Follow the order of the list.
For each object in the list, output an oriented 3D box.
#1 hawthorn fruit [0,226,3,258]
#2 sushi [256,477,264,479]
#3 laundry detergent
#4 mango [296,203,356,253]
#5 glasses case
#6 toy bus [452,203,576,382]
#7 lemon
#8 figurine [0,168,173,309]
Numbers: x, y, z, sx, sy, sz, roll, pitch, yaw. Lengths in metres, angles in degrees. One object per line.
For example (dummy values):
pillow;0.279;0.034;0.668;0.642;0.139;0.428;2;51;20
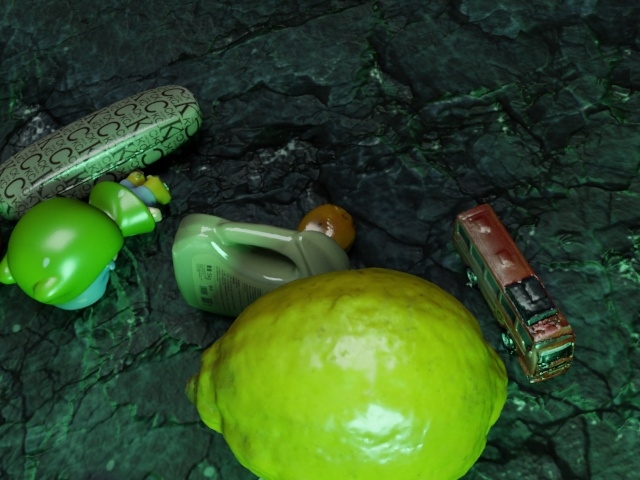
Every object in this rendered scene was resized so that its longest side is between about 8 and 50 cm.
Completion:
hawthorn fruit;-0.543;0.006;1.054;0.210;0.230;0.266;-21;67;-39
sushi;-0.056;0.372;0.846;0.139;0.031;0.201;-35;59;-16
laundry detergent;-0.057;0.042;0.987;0.253;0.181;0.091;8;53;6
mango;0.000;0.000;1.074;0.114;0.060;0.080;-36;75;-19
glasses case;-0.353;-0.143;1.195;0.355;0.085;0.137;-29;43;-11
toy bus;0.246;0.063;0.977;0.073;0.096;0.235;-22;55;-4
lemon;0.035;0.157;0.835;0.316;0.285;0.285;20;54;-20
figurine;-0.333;-0.011;1.088;0.162;0.143;0.263;22;50;26
